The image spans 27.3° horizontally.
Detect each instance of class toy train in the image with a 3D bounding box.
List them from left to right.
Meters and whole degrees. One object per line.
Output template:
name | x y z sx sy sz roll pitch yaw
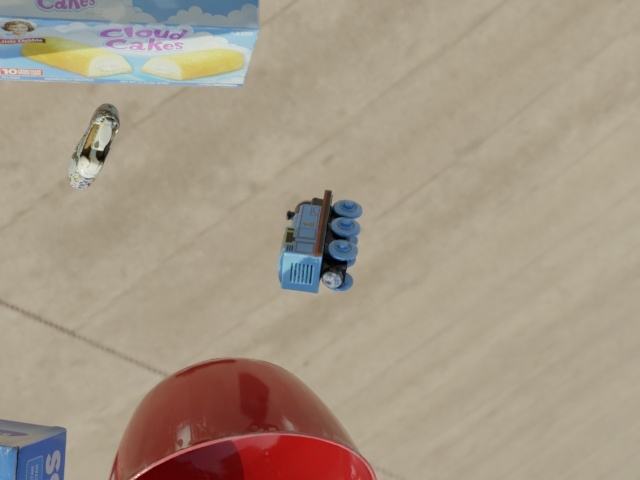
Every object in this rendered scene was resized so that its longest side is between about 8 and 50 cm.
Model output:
toy train | 0.000 0.000 1.806 0.105 0.184 0.080 8 126 0

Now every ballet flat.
ballet flat | -0.270 -0.108 1.570 0.041 0.041 0.114 3 117 -53

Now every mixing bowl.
mixing bowl | -0.061 0.141 0.866 0.182 0.098 0.181 -9 139 -8

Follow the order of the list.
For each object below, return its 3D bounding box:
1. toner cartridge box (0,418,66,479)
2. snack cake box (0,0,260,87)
toner cartridge box | -0.365 0.202 0.980 0.348 0.165 0.075 5 -175 17
snack cake box | -0.200 -0.226 1.336 0.265 0.089 0.152 1 165 -10
